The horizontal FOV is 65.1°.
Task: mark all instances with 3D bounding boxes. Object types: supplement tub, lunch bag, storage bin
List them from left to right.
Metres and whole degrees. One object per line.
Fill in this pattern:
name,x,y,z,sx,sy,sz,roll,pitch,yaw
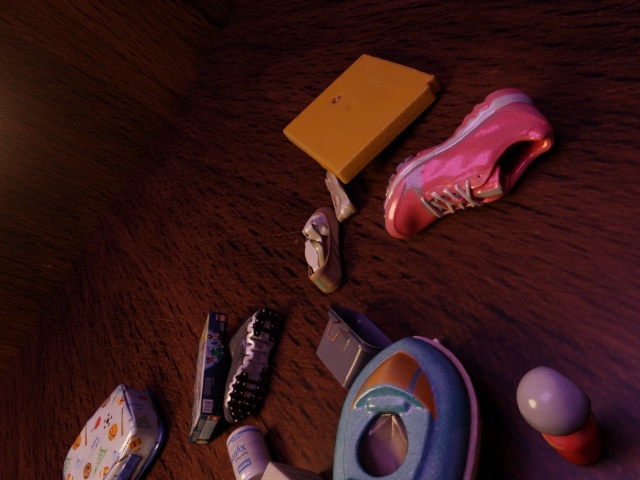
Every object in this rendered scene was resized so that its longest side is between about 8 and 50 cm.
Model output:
lunch bag,-0.510,0.530,1.228,0.303,0.115,0.243,-58,37,0
supplement tub,-0.122,0.391,0.891,0.071,0.071,0.107,-53,35,8
storage bin,0.048,0.181,0.831,0.135,0.098,0.091,38,105,55

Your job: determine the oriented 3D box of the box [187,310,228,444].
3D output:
box,-0.241,0.293,1.077,0.159,0.044,0.233,117,156,-45

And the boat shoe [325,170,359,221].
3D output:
boat shoe,0.037,-0.103,1.085,0.048,0.056,0.153,-40,46,17

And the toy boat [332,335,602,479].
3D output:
toy boat,0.149,0.213,0.585,0.318,0.148,0.268,-17,41,31

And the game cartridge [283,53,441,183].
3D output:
game cartridge,0.082,-0.286,1.131,0.285,0.053,0.324,-43,38,1

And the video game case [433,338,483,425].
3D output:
video game case,0.140,0.243,0.728,0.157,0.019,0.143,-43,38,20

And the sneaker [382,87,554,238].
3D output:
sneaker,0.225,-0.101,0.799,0.314,0.116,0.136,-44,39,19

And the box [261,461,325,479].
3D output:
box,0.020,0.409,0.671,0.275,0.113,0.094,11,72,52

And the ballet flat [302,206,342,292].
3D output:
ballet flat,0.000,0.000,1.034,0.080,0.073,0.232,-38,39,26

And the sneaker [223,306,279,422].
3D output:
sneaker,-0.154,0.255,1.034,0.106,0.078,0.234,-19,50,51
